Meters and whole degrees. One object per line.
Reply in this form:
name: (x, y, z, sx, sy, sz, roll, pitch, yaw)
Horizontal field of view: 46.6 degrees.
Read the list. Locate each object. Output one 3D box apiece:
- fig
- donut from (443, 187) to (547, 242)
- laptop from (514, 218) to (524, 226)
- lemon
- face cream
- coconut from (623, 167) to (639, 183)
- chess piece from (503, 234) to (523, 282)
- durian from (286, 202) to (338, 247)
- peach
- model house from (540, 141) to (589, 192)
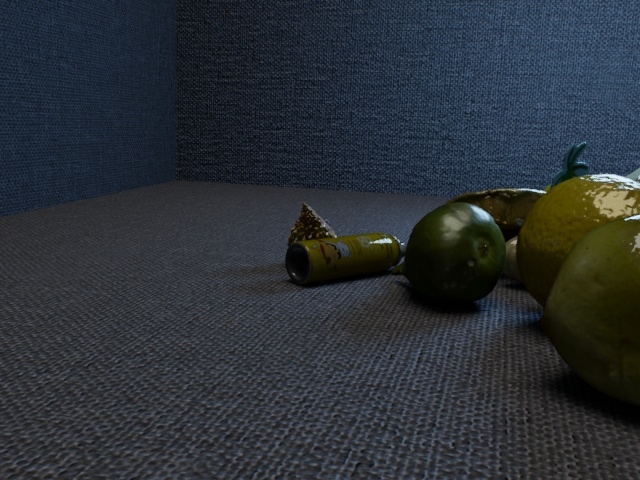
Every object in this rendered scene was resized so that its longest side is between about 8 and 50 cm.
fig: (0.271, 0.016, 1.656, 0.233, 0.233, 0.314, -3, 17, -25)
donut: (0.478, -0.029, 1.969, 0.329, 0.160, 0.330, 0, -14, 0)
laptop: (0.602, 0.037, 1.789, 0.269, 0.015, 0.187, 36, -4, -24)
lemon: (0.546, 0.025, 1.438, 0.335, 0.336, 0.336, 2, 10, 0)
face cream: (0.080, 0.038, 1.841, 0.348, 0.105, 0.105, -6, 13, -40)
coconut: (0.949, -0.051, 2.022, 0.322, 0.323, 0.323, 2, 10, 0)
chess piece: (0.562, 0.080, 1.696, 0.124, 0.139, 0.307, -38, 27, -13)
durian: (0.001, -0.001, 1.946, 0.165, 0.132, 0.182, 16, -25, 1)
peach: (0.510, 0.099, 1.106, 0.315, 0.282, 0.314, 1, 12, 42)
model house: (0.746, -0.136, 2.308, 0.323, 0.340, 0.300, -3, 9, -7)
